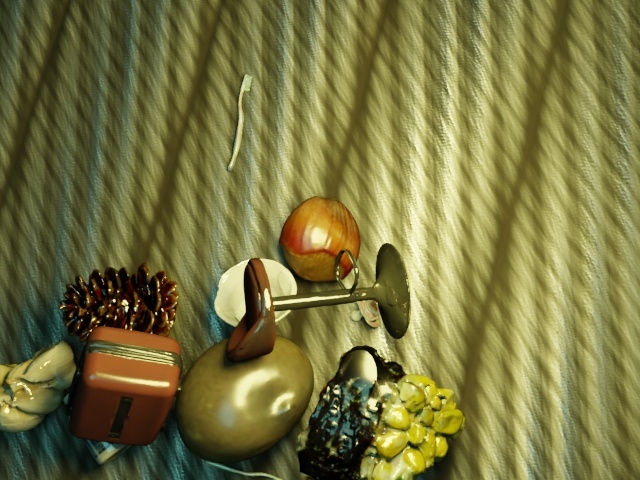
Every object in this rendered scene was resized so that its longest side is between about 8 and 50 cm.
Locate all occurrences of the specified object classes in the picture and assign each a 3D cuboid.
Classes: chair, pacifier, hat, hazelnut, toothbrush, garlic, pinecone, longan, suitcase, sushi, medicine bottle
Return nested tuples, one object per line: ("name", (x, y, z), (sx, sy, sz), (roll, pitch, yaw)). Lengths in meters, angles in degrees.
("chair", (-0.021, 0.137, 1.630), (0.400, 0.226, 0.227), (-7, 80, -14))
("pacifier", (0.105, 0.177, 1.813), (0.078, 0.081, 0.099), (-31, 77, 31))
("hat", (-0.153, 0.155, 1.804), (0.203, 0.126, 0.203), (-2, 62, 3))
("hazelnut", (-0.005, -0.001, 1.804), (0.186, 0.210, 0.210), (-43, 77, 31))
("toothbrush", (-0.217, -0.315, 1.947), (0.027, 0.021, 0.269), (8, 84, 14))
("garlic", (-0.741, 0.383, 1.829), (0.281, 0.203, 0.185), (-19, 97, 1))
("toothbrush", (-0.190, 0.576, 1.817), (0.204, 0.017, 0.022), (13, 65, 9))
("pinecone", (-0.493, 0.167, 1.785), (0.246, 0.292, 0.246), (-15, 70, 46))
("longan", (-0.179, 0.365, 1.718), (0.350, 0.288, 0.288), (-35, 79, -14))
("suitcase", (-0.458, 0.345, 1.699), (0.236, 0.297, 0.161), (12, 46, -16))
("sushi", (0.135, 0.422, 1.592), (0.285, 0.328, 0.329), (29, 76, 20))
("medicine bottle", (-0.562, 0.458, 1.836), (0.107, 0.107, 0.191), (-39, 79, 1))

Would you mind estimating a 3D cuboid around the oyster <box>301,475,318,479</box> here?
("oyster", (0.104, 0.672, 1.729), (0.361, 0.096, 0.221), (28, 93, 13))
